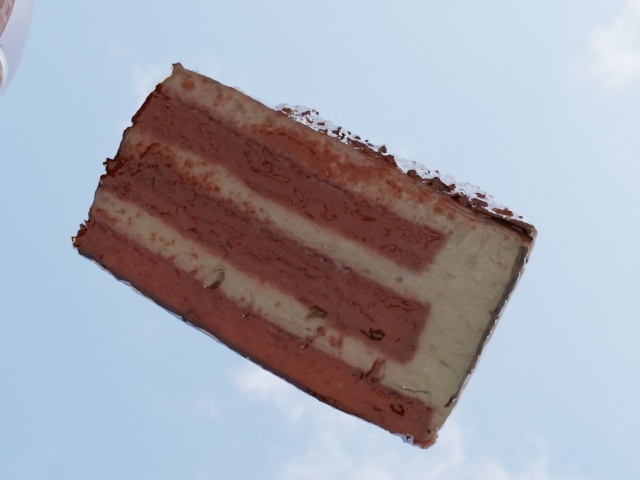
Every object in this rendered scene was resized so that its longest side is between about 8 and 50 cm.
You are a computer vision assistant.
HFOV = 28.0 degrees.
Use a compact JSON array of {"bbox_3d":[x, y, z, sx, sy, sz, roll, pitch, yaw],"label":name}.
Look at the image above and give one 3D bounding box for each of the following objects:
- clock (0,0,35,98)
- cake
[{"bbox_3d":[-0.335,-0.223,0.817,0.250,0.368,0.377,-40,-81,-32],"label":"clock"},{"bbox_3d":[0.000,0.000,0.834,0.262,0.159,0.158,29,-85,11],"label":"cake"}]
